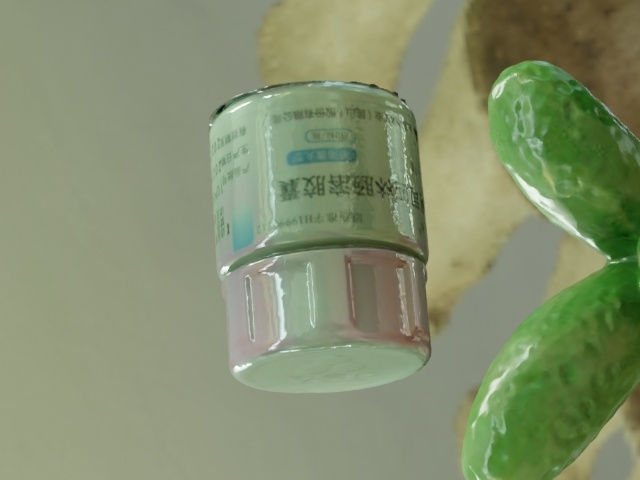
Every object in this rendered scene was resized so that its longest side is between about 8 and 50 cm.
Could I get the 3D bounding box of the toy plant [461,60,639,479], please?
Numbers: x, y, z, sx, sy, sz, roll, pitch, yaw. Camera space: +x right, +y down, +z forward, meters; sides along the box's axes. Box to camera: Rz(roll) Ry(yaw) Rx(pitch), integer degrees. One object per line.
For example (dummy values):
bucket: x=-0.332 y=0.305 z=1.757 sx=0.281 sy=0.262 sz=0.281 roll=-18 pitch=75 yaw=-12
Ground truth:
toy plant: x=0.279 y=0.043 z=1.395 sx=0.356 sy=0.211 sz=0.317 roll=7 pitch=-95 yaw=-32

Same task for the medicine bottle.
medicine bottle: x=0.000 y=0.000 z=1.161 sx=0.135 sy=0.135 sz=0.168 roll=16 pitch=-116 yaw=-48
